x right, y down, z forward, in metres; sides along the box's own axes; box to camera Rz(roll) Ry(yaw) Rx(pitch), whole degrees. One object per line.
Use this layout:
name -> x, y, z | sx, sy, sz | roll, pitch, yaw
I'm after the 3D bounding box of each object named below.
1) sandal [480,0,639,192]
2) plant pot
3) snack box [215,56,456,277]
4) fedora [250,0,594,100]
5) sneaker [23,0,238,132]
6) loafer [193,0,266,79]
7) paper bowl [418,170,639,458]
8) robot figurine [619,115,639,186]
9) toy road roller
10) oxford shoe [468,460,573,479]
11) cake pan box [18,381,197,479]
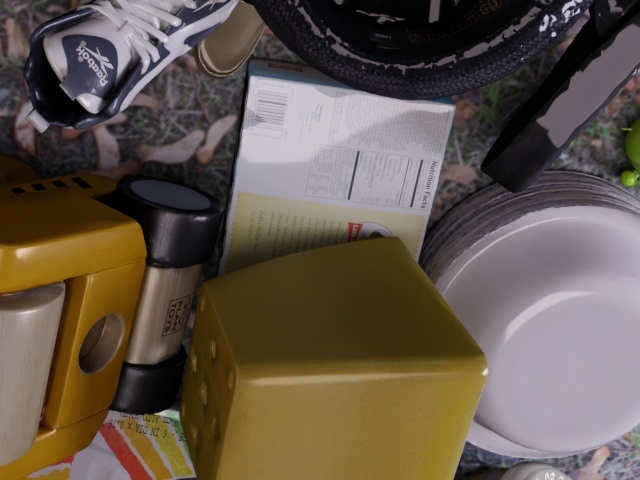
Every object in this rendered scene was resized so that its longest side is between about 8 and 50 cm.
sandal -> 0.264, -0.234, 0.863 | 0.107, 0.167, 0.446 | 38, 108, -2
plant pot -> -0.009, 0.130, 0.891 | 0.187, 0.212, 0.212 | 4, 117, -21
snack box -> 0.000, 0.000, 1.000 | 0.187, 0.060, 0.322 | 7, 115, -9
fedora -> 0.083, -0.284, 0.819 | 0.334, 0.152, 0.334 | -2, 113, -6
sneaker -> -0.148, -0.163, 0.820 | 0.235, 0.153, 0.094 | -30, 112, 23
loafer -> -0.068, -0.203, 0.903 | 0.056, 0.050, 0.148 | 21, 112, -14
paper bowl -> 0.228, 0.088, 1.017 | 0.284, 0.148, 0.284 | -3, 116, -5
robot figurine -> 0.331, -0.076, 0.988 | 0.101, 0.067, 0.115 | -34, 114, 20
toy road roller -> -0.256, 0.039, 0.869 | 0.240, 0.329, 0.202 | 23, 109, 22
oxford shoe -> 0.294, 0.384, 1.184 | 0.130, 0.169, 0.449 | -10, 136, 47
cake pan box -> -0.195, 0.251, 1.046 | 0.267, 0.070, 0.246 | 14, 111, -10
